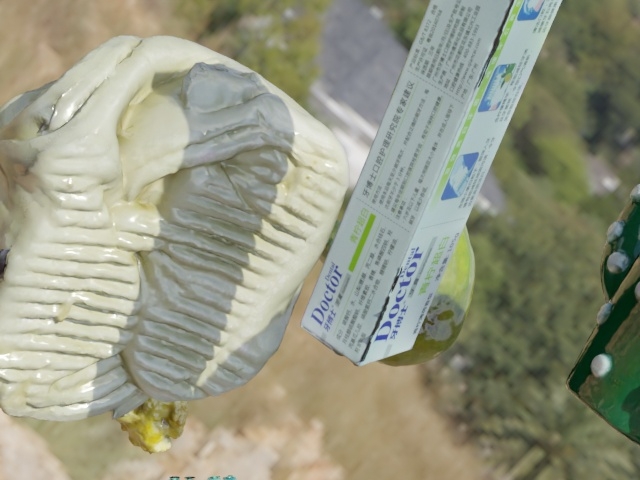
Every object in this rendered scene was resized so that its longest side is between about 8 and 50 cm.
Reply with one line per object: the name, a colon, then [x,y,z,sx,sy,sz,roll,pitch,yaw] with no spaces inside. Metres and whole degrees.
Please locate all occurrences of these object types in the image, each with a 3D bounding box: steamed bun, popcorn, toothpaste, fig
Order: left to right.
steamed bun: [-0.185,-0.025,1.610,0.237,0.394,0.346,52,-9,51]
popcorn: [-0.182,0.178,2.003,0.084,0.084,0.084,40,13,-11]
fig: [0.109,0.039,2.195,0.167,0.233,0.167,33,-2,1]
toothpaste: [0.083,-0.071,1.322,0.067,0.336,0.081,34,25,27]

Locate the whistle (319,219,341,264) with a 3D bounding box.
whistle: [0.000,0.000,1.833,0.198,0.057,0.104,42,5,17]

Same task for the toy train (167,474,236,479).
toy train: [-0.132,0.275,2.033,0.045,0.092,0.029,-59,145,-72]

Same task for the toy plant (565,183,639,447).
toy plant: [0.268,0.027,1.251,0.112,0.243,0.232,37,-22,-29]
